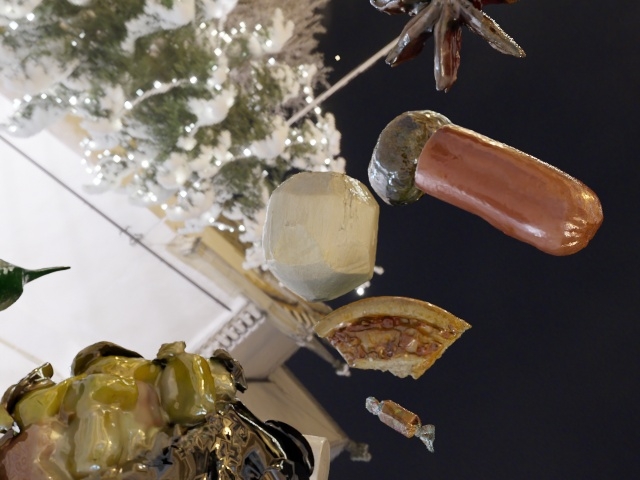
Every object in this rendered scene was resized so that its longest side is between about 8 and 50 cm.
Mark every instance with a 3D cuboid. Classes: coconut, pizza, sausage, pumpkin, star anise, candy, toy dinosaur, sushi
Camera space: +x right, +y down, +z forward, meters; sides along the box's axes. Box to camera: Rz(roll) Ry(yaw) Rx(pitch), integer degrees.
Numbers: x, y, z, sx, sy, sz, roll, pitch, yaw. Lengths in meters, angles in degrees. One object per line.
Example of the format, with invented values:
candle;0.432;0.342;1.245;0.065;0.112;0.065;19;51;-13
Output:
coconut;0.000;0.000;1.252;0.245;0.245;0.247;-6;-106;42
pizza;0.117;0.161;1.079;0.271;0.056;0.134;8;-109;19
sausage;0.263;-0.072;0.882;0.259;0.113;0.113;30;-103;26
pumpkin;0.287;-0.253;1.920;0.242;0.232;0.325;33;-83;12
star anise;0.205;-0.366;0.950;0.288;0.088;0.288;-3;-94;37
candy;0.167;0.367;1.286;0.182;0.053;0.046;25;-134;40
toy dinosaur;-0.481;0.039;0.933;0.301;0.087;0.447;-42;180;26
sushi;-0.224;0.287;0.704;0.328;0.285;0.329;-28;160;-43

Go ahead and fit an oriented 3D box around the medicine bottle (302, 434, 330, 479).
medicine bottle;-0.107;0.429;1.216;0.237;0.139;0.139;2;-127;14
